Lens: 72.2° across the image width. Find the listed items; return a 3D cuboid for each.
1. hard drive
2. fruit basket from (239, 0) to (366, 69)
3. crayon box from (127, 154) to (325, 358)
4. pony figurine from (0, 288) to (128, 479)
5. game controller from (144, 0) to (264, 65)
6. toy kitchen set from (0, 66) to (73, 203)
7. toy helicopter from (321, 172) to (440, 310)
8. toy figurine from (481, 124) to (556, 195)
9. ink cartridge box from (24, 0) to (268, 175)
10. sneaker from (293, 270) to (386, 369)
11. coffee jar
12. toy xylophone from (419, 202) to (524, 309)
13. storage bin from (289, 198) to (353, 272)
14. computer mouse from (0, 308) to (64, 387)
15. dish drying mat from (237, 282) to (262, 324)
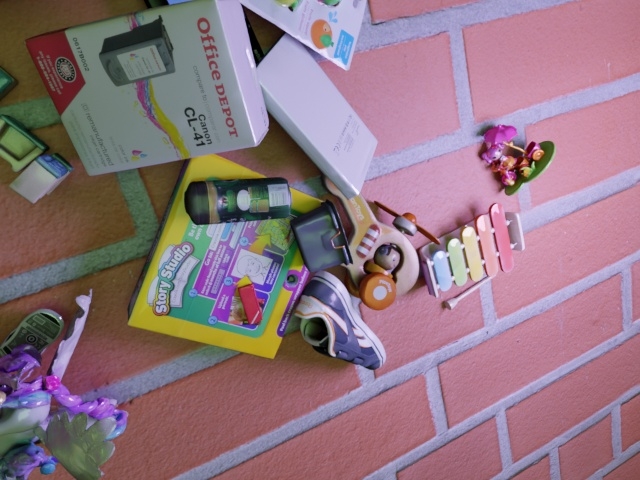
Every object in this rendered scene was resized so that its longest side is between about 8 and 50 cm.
[{"bbox_3d":[-0.003,-0.257,0.898,0.307,0.040,0.203,45,44,-24],"label":"hard drive"},{"bbox_3d":[-0.025,-0.548,0.812,0.352,0.165,0.328,16,88,-34],"label":"fruit basket"},{"bbox_3d":[-0.183,0.034,0.918,0.312,0.106,0.363,21,93,-24],"label":"crayon box"},{"bbox_3d":[-0.495,0.284,0.744,0.363,0.303,0.351,4,143,-34],"label":"pony figurine"},{"bbox_3d":[-0.211,-0.393,0.826,0.166,0.067,0.319,-31,113,-13],"label":"game controller"},{"bbox_3d":[-0.496,-0.180,0.703,0.207,0.166,0.122,43,85,-25],"label":"toy kitchen set"},{"bbox_3d":[0.124,-0.032,1.020,0.234,0.140,0.355,-31,102,-8],"label":"toy helicopter"},{"bbox_3d":[0.489,-0.227,1.151,0.159,0.130,0.173,30,115,-12],"label":"toy figurine"},{"bbox_3d":[-0.264,-0.250,0.719,0.305,0.131,0.226,-8,119,10],"label":"ink cartridge box"},{"bbox_3d":[0.039,0.223,1.024,0.127,0.126,0.321,-49,123,-26],"label":"sneaker"},{"bbox_3d":[-0.151,-0.072,0.797,0.184,0.096,0.079,-5,100,-20],"label":"coffee jar"},{"bbox_3d":[0.406,0.053,1.180,0.322,0.081,0.236,-33,113,-12],"label":"toy xylophone"},{"bbox_3d":[0.000,0.000,0.882,0.091,0.098,0.135,-22,109,-8],"label":"storage bin"},{"bbox_3d":[-0.564,0.204,0.837,0.193,0.042,0.106,-45,110,-1],"label":"computer mouse"},{"bbox_3d":[-0.142,0.130,0.892,0.032,0.008,0.084,-18,108,-16],"label":"dish drying mat"}]
